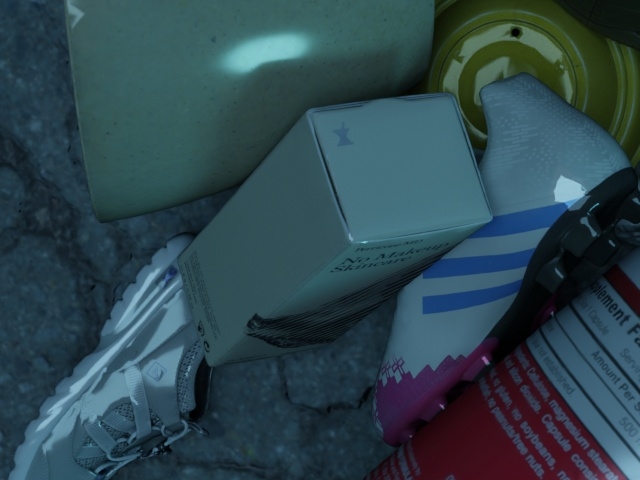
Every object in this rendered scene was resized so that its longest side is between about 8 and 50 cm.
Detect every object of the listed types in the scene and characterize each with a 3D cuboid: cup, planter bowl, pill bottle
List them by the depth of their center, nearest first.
[{"bbox_3d":[0.215,0.150,1.014,0.407,0.229,0.229,-41,87,7],"label":"pill bottle"},{"bbox_3d":[-0.050,-0.185,1.055,0.237,0.331,0.331,-4,95,-5],"label":"cup"},{"bbox_3d":[0.140,-0.111,1.118,0.217,0.090,0.217,1,96,12],"label":"planter bowl"}]

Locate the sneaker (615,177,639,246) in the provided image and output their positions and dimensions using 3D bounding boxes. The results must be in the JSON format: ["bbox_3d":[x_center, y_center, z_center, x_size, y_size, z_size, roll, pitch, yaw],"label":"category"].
[{"bbox_3d":[0.313,-0.066,1.101,0.235,0.090,0.095,-21,73,12],"label":"sneaker"}]

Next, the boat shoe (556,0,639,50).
[{"bbox_3d":[0.237,-0.178,1.075,0.223,0.073,0.080,40,129,10],"label":"boat shoe"}]

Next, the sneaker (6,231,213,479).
[{"bbox_3d":[-0.146,0.135,1.193,0.115,0.105,0.281,35,101,6],"label":"sneaker"}]

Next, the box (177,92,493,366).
[{"bbox_3d":[0.000,0.000,1.050,0.113,0.275,0.094,-10,74,-25],"label":"box"}]

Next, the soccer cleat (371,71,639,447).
[{"bbox_3d":[0.107,0.018,1.090,0.143,0.116,0.331,51,137,19],"label":"soccer cleat"}]
